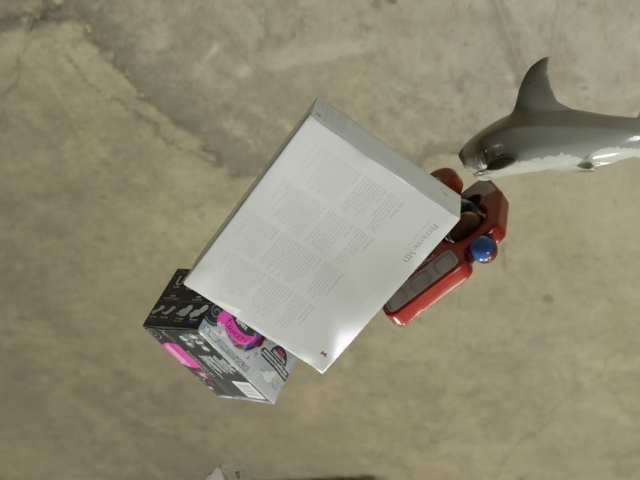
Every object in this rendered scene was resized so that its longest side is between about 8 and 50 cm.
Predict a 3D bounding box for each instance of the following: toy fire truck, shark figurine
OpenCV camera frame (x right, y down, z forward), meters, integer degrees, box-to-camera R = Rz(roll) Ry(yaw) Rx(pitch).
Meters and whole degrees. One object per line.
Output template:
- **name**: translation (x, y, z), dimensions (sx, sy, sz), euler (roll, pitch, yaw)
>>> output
- **toy fire truck**: translation (0.228, 0.015, 2.019), dimensions (0.302, 0.254, 0.169), euler (-36, 117, 6)
- **shark figurine**: translation (0.245, -0.118, 1.022), dimensions (0.278, 0.116, 0.166), euler (-5, -179, 26)

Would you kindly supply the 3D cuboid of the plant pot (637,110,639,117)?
- **plant pot**: translation (0.558, -0.182, 1.666), dimensions (0.134, 0.134, 0.095), euler (-4, 175, 13)

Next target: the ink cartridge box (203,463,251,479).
- **ink cartridge box**: translation (-0.133, 0.393, 1.542), dimensions (0.060, 0.104, 0.180), euler (-8, 150, -34)

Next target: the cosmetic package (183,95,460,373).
- **cosmetic package**: translation (0.000, 0.000, 1.741), dimensions (0.284, 0.097, 0.377), euler (35, 117, -8)

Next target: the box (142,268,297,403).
- **box**: translation (-0.176, 0.177, 2.018), dimensions (0.163, 0.142, 0.247), euler (-1, 142, 42)
